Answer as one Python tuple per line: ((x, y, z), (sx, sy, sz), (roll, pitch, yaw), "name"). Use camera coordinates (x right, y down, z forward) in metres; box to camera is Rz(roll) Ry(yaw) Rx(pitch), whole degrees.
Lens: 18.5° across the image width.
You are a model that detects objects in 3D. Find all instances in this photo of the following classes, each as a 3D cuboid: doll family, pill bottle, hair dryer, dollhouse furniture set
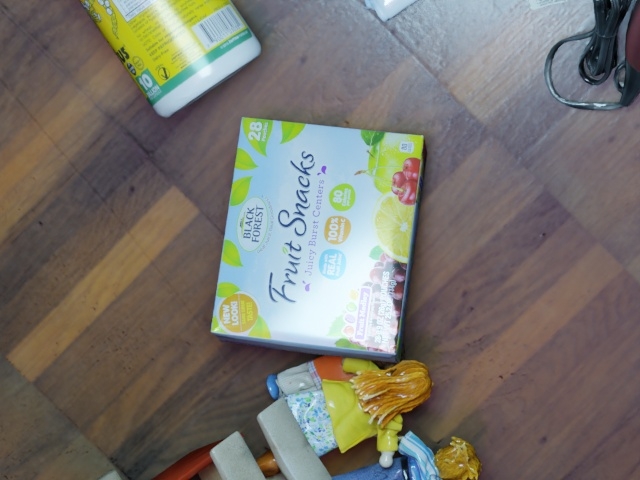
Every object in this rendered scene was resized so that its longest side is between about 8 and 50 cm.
((0.060, 0.203, 1.853), (0.163, 0.118, 0.263), (-24, 96, 11), "doll family")
((-0.157, -0.227, 1.809), (0.117, 0.117, 0.208), (-33, 94, 12), "pill bottle")
((0.298, -0.226, 1.711), (0.293, 0.080, 0.223), (-7, 138, 35), "hair dryer")
((-0.168, 0.242, 1.794), (0.262, 0.259, 0.135), (-26, 95, 40), "dollhouse furniture set")

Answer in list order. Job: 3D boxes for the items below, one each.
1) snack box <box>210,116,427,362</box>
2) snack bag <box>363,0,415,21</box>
((0.000, 0.000, 1.820), (0.174, 0.070, 0.207), (7, 79, 7), "snack box")
((0.111, -0.418, 1.779), (0.342, 0.037, 0.323), (-30, 95, 12), "snack bag")
